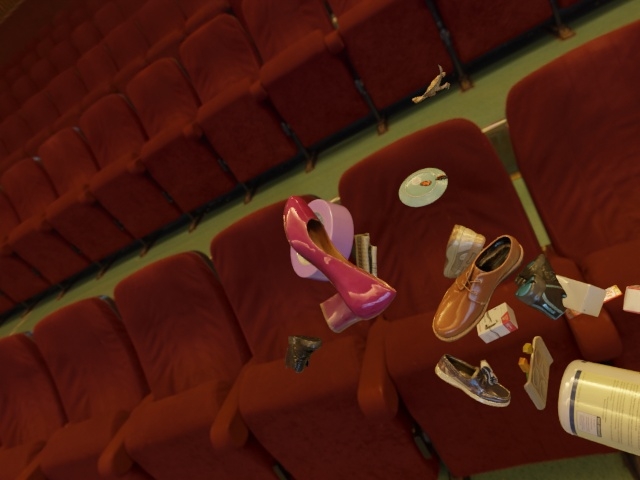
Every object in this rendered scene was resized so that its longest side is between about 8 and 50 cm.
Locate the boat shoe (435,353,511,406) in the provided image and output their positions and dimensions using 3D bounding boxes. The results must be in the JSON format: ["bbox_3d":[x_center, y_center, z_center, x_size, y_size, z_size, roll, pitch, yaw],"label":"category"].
[{"bbox_3d":[0.578,0.523,1.667,0.285,0.092,0.103,24,34,23],"label":"boat shoe"}]

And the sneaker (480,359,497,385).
[{"bbox_3d":[0.598,0.469,1.568,0.040,0.109,0.044,-20,24,19],"label":"sneaker"}]

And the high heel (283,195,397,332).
[{"bbox_3d":[0.042,0.016,1.051,0.181,0.377,0.127,-37,-22,28],"label":"high heel"}]

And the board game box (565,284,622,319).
[{"bbox_3d":[1.108,0.255,1.808,0.193,0.147,0.045,-30,67,12],"label":"board game box"}]

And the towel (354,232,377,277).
[{"bbox_3d":[0.206,0.126,1.963,0.056,0.324,0.312,-5,3,-2],"label":"towel"}]

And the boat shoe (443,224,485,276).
[{"bbox_3d":[0.473,0.059,1.448,0.110,0.341,0.122,18,77,21],"label":"boat shoe"}]

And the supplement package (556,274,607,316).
[{"bbox_3d":[0.930,0.199,1.638,0.179,0.105,0.105,27,100,64],"label":"supplement package"}]

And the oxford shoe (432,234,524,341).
[{"bbox_3d":[0.255,0.076,0.744,0.076,0.076,0.212,37,93,37],"label":"oxford shoe"}]

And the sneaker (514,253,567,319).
[{"bbox_3d":[0.738,0.155,1.481,0.125,0.139,0.341,-56,-12,32],"label":"sneaker"}]

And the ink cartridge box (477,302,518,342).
[{"bbox_3d":[0.663,0.312,1.674,0.135,0.056,0.099,-38,21,30],"label":"ink cartridge box"}]

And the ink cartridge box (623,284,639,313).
[{"bbox_3d":[1.310,0.238,1.733,0.172,0.237,0.100,9,93,41],"label":"ink cartridge box"}]

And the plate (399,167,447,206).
[{"bbox_3d":[0.379,-0.205,1.654,0.188,0.024,0.188,-20,47,22],"label":"plate"}]

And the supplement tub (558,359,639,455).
[{"bbox_3d":[0.918,0.507,1.321,0.325,0.235,0.235,4,45,46],"label":"supplement tub"}]

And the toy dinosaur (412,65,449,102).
[{"bbox_3d":[0.356,-0.477,1.366,0.092,0.053,0.183,-36,-3,-23],"label":"toy dinosaur"}]

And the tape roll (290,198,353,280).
[{"bbox_3d":[0.000,0.000,1.534,0.275,0.090,0.275,-31,52,50],"label":"tape roll"}]

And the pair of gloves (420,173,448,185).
[{"bbox_3d":[0.345,-0.182,1.347,0.083,0.010,0.074,-18,13,8],"label":"pair of gloves"}]

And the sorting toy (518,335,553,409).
[{"bbox_3d":[0.853,0.505,1.768,0.041,0.307,0.229,-4,47,44],"label":"sorting toy"}]

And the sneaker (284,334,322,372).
[{"bbox_3d":[-0.043,0.278,1.073,0.051,0.089,0.170,2,-7,-28],"label":"sneaker"}]
